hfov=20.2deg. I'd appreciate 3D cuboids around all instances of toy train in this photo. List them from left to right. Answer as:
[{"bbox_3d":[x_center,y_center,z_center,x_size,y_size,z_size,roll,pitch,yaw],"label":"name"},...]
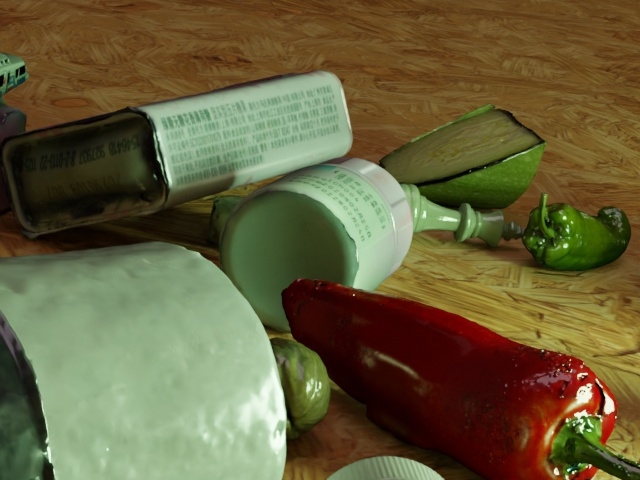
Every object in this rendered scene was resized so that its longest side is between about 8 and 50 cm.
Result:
[{"bbox_3d":[-0.325,-0.144,1.680,0.043,0.047,0.207,13,20,9],"label":"toy train"}]

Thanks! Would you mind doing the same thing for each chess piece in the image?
[{"bbox_3d":[0.143,-0.018,1.867,0.149,0.059,0.059,12,16,-15],"label":"chess piece"}]

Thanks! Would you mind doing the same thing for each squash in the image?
[{"bbox_3d":[0.154,-0.067,2.018,0.184,0.085,0.192,-23,19,-4],"label":"squash"}]

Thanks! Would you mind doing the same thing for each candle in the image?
[{"bbox_3d":[-0.152,0.109,1.025,0.342,0.221,0.221,-7,23,-43],"label":"candle"}]

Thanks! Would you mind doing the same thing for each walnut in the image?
[{"bbox_3d":[-0.034,0.109,1.321,0.092,0.092,0.092,8,17,-2],"label":"walnut"}]

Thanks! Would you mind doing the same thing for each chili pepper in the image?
[{"bbox_3d":[0.108,0.110,1.342,0.110,0.110,0.387,-8,22,-43],"label":"chili pepper"},{"bbox_3d":[0.248,-0.005,1.840,0.072,0.073,0.204,-1,-3,36],"label":"chili pepper"}]

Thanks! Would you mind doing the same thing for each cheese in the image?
[{"bbox_3d":[-0.016,-0.009,1.774,0.192,0.037,0.097,8,17,-5],"label":"cheese"}]

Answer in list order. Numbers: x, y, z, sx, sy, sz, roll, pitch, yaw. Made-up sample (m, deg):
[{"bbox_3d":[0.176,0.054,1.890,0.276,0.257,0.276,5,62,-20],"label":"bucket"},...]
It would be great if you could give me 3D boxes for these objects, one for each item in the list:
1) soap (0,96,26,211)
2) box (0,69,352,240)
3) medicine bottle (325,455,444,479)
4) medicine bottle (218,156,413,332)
[{"bbox_3d":[-0.456,-0.104,1.743,0.324,0.109,0.193,12,19,13],"label":"soap"},{"bbox_3d":[-0.135,-0.089,1.786,0.190,0.112,0.369,-12,6,32],"label":"box"},{"bbox_3d":[0.046,0.201,1.017,0.105,0.105,0.168,6,18,-9],"label":"medicine bottle"},{"bbox_3d":[0.000,0.000,1.593,0.135,0.135,0.168,15,18,20],"label":"medicine bottle"}]
